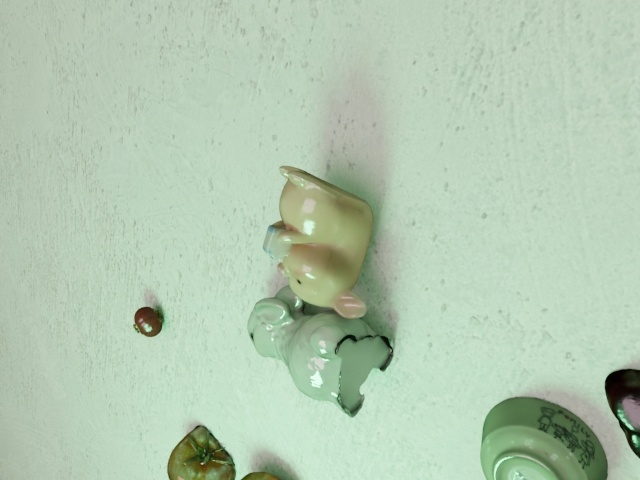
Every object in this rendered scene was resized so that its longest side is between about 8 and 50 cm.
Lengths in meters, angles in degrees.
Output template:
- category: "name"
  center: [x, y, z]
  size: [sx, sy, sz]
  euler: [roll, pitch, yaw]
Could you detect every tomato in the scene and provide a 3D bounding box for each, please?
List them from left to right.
- category: "tomato"
  center: [-0.382, 0.704, 1.431]
  size: [0.214, 0.155, 0.181]
  euler: [34, 124, 24]

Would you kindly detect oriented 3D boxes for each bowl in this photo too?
- category: "bowl"
  center: [0.371, 0.393, 0.809]
  size: [0.211, 0.112, 0.212]
  euler: [9, 105, 34]

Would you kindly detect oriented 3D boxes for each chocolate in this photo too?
- category: "chocolate"
  center: [0.503, 0.272, 0.696]
  size: [0.125, 0.080, 0.149]
  euler: [-24, 85, 39]

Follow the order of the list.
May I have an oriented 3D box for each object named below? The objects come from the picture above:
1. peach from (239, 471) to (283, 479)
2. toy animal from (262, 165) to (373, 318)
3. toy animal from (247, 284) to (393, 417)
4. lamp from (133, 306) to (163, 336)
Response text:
- category: "peach"
  center: [-0.167, 0.749, 1.260]
  size: [0.214, 0.214, 0.236]
  euler: [23, 132, 30]
- category: "toy animal"
  center: [-0.002, 0.004, 0.920]
  size: [0.195, 0.212, 0.256]
  euler: [-136, 59, -62]
- category: "toy animal"
  center: [-0.037, 0.215, 1.025]
  size: [0.357, 0.194, 0.258]
  euler: [19, 137, 40]
- category: "lamp"
  center: [-0.541, 0.256, 1.471]
  size: [0.101, 0.090, 0.101]
  euler: [51, 164, 20]
